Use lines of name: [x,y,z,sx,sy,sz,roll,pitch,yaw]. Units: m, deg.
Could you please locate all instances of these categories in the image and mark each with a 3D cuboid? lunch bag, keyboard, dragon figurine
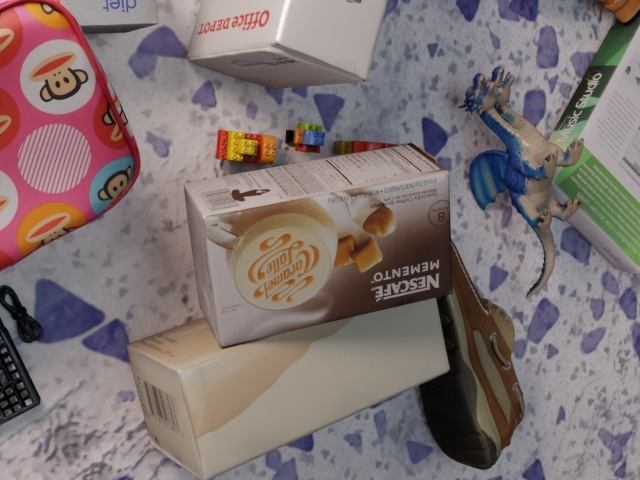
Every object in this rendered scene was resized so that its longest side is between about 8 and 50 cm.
lunch bag: [-0.316,-0.089,0.807,0.293,0.120,0.258,-31,136,-13]
keyboard: [-0.324,0.089,0.944,0.108,0.023,0.180,-29,110,-26]
dragon figurine: [0.247,-0.079,1.243,0.085,0.144,0.289,-30,129,-28]

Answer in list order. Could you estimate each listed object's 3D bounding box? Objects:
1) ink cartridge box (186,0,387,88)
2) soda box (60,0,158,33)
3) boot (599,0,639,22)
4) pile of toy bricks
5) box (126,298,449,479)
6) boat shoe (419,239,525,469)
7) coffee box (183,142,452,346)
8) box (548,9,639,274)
ink cartridge box: [-0.016,-0.296,0.989,0.114,0.197,0.272,17,87,-32]
soda box: [-0.296,-0.233,0.885,0.286,0.091,0.098,-9,100,-31]
boot: [0.361,-0.343,1.294,0.197,0.073,0.152,-48,119,-17]
pile of toy bricks: [-0.003,-0.068,1.077,0.212,0.105,0.118,2,94,-32]
box: [-0.030,0.127,1.060,0.311,0.148,0.121,-19,105,-30]
boat shoe: [0.173,0.124,1.210,0.120,0.123,0.324,-33,120,-30]
coffee box: [0.000,0.000,0.987,0.247,0.098,0.141,-11,115,-16]
box: [0.440,-0.147,1.375,0.232,0.058,0.322,39,74,-29]
